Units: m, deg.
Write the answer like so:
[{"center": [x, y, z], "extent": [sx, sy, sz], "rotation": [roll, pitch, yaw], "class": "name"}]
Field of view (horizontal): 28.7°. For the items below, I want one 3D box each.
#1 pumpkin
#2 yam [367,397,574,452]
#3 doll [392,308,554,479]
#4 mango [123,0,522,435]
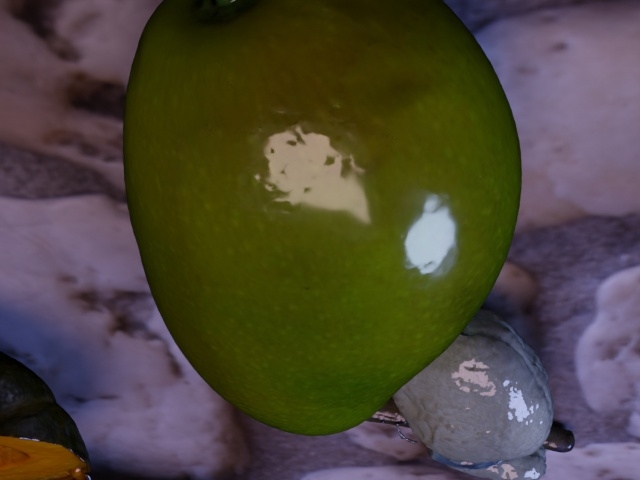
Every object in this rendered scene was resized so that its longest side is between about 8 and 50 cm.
[{"center": [-0.286, 0.131, 0.915], "extent": [0.278, 0.111, 0.163], "rotation": [-14, 152, 23], "class": "pumpkin"}, {"center": [0.068, 0.124, 0.885], "extent": [0.234, 0.029, 0.027], "rotation": [13, 130, -6], "class": "yam"}, {"center": [0.095, 0.094, 0.808], "extent": [0.103, 0.072, 0.214], "rotation": [-11, 132, 20], "class": "doll"}, {"center": [0.000, 0.000, 0.648], "extent": [0.192, 0.156, 0.343], "rotation": [12, 145, 8], "class": "mango"}]
